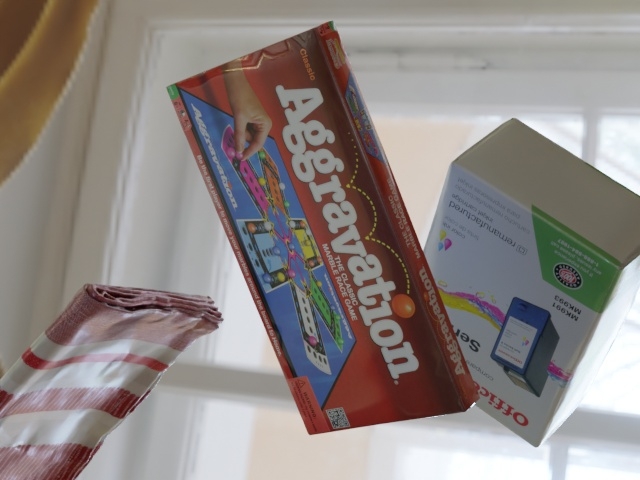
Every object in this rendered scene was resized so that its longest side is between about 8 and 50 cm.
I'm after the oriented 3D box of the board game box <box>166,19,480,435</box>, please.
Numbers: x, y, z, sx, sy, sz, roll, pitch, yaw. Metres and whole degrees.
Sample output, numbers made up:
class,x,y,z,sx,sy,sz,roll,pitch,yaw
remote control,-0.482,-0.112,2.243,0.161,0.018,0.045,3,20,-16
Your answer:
class,x,y,z,sx,sy,sz,roll,pitch,yaw
board game box,0.000,0.000,0.913,0.027,0.145,0.281,-33,-76,-52

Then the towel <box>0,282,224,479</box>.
class,x,y,z,sx,sy,sz,roll,pitch,yaw
towel,-0.261,0.172,1.288,0.329,0.037,0.237,-47,-22,14

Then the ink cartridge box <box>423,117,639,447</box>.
class,x,y,z,sx,sy,sz,roll,pitch,yaw
ink cartridge box,0.162,0.037,1.025,0.093,0.154,0.212,-36,-28,-39
